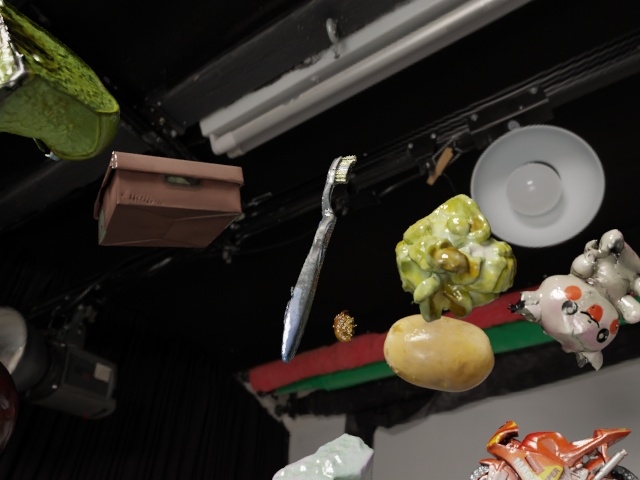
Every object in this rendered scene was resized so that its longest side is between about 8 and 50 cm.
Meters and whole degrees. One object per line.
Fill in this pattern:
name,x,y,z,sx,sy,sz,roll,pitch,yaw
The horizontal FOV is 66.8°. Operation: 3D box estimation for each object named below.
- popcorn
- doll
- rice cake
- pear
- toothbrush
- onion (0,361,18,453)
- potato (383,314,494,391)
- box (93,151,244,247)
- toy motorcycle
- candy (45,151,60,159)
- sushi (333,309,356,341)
popcorn,0.159,0.030,0.596,0.141,0.162,0.135,21,-26,-22
doll,0.380,0.079,0.692,0.149,0.192,0.095,46,-5,-3
rice cake,0.009,0.245,0.420,0.085,0.040,0.226,-27,-45,-25
pear,-0.492,-0.264,0.856,0.164,0.238,0.255,-39,-22,11
toothbrush,0.000,0.000,0.726,0.042,0.413,0.035,-2,-45,21
onion,-0.610,0.220,0.673,0.347,0.347,0.286,6,-80,-6
potato,0.254,0.248,1.057,0.233,0.146,0.150,5,-54,23
box,-0.269,-0.058,0.845,0.215,0.086,0.215,3,-21,-32
toy motorcycle,0.423,0.421,0.897,0.298,0.171,0.089,-7,-38,17
candy,-0.600,-0.198,1.099,0.030,0.020,0.083,27,-25,-32
sushi,0.073,0.248,1.401,0.060,0.118,0.061,-30,-43,20
